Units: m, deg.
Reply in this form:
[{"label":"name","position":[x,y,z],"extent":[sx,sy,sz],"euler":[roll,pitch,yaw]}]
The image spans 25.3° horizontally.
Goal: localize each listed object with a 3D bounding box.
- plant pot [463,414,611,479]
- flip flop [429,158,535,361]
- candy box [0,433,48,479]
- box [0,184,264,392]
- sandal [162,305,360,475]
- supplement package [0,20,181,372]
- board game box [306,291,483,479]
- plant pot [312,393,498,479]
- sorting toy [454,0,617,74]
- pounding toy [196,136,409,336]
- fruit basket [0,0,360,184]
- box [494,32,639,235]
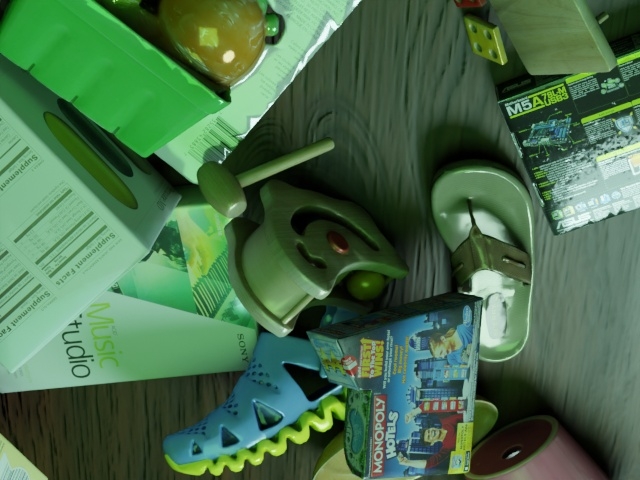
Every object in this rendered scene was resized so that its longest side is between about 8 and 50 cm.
[{"label":"plant pot","position":[0.270,0.318,1.709],"extent":[0.201,0.201,0.180],"euler":[-27,102,17]},{"label":"flip flop","position":[0.186,0.032,1.583],"extent":[0.112,0.080,0.277],"euler":[-6,122,5]},{"label":"candy box","position":[-0.461,0.218,1.570],"extent":[0.182,0.088,0.316],"euler":[0,144,26]},{"label":"box","position":[-0.235,0.056,1.626],"extent":[0.321,0.058,0.232],"euler":[-7,122,4]},{"label":"sandal","position":[-0.039,0.162,1.617],"extent":[0.317,0.126,0.138],"euler":[-26,92,-16]},{"label":"supplement package","position":[-0.311,-0.051,1.436],"extent":[0.198,0.199,0.263],"euler":[-40,101,15]},{"label":"board game box","position":[0.075,0.150,1.512],"extent":[0.194,0.060,0.194],"euler":[4,92,-34]},{"label":"plant pot","position":[0.095,0.236,1.683],"extent":[0.236,0.032,0.236],"euler":[-18,153,-9]},{"label":"sorting toy","position":[0.216,-0.225,1.355],"extent":[0.046,0.274,0.132],"euler":[-38,109,-18]},{"label":"pounding toy","position":[0.000,0.000,1.479],"extent":[0.269,0.154,0.155],"euler":[14,130,-46]},{"label":"fruit basket","position":[-0.135,-0.275,1.383],"extent":[0.327,0.165,0.353],"euler":[36,101,-20]},{"label":"box","position":[0.304,-0.113,1.511],"extent":[0.190,0.045,0.184],"euler":[-20,117,15]}]
